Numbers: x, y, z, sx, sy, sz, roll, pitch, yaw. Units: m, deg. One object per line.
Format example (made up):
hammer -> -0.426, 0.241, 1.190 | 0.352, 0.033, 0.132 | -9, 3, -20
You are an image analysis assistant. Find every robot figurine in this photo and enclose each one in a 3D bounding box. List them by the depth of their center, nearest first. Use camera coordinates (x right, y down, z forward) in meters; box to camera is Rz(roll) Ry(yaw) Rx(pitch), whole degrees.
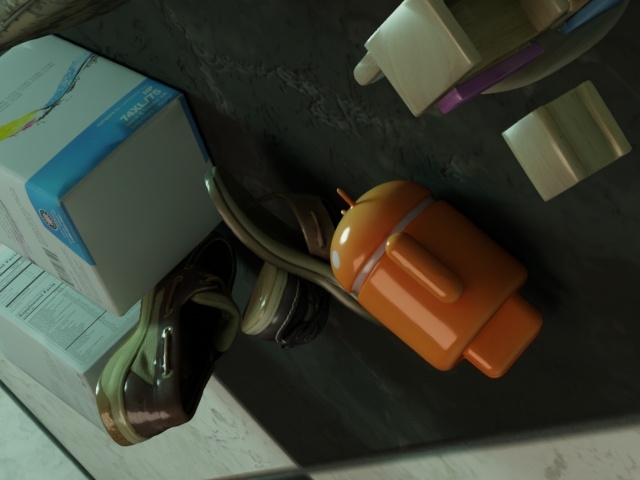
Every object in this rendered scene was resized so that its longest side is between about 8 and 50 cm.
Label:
robot figurine -> 0.100, 0.032, 1.267 | 0.219, 0.158, 0.128 | 40, 127, 10

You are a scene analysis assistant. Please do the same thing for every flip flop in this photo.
flip flop -> 0.000, 0.000, 1.436 | 0.277, 0.080, 0.112 | 34, -167, -7

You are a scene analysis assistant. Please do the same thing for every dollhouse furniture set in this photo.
dollhouse furniture set -> 0.205, -0.038, 0.785 | 0.303, 0.286, 0.198 | 56, 157, 3

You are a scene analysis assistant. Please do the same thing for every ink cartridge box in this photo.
ink cartridge box -> -0.286, -0.085, 1.614 | 0.270, 0.197, 0.198 | 27, 151, 35

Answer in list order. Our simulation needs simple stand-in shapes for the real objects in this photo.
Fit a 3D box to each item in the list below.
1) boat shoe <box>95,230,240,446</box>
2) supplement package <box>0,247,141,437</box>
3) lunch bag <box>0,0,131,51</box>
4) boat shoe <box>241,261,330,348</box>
boat shoe -> -0.143, 0.098, 1.592 | 0.123, 0.342, 0.123 | -15, 117, 25
supplement package -> -0.341, 0.119, 2.031 | 0.263, 0.198, 0.199 | 31, 153, 29
lunch bag -> -0.224, -0.316, 1.132 | 0.305, 0.212, 0.256 | -9, 106, 58
boat shoe -> -0.034, 0.073, 1.556 | 0.092, 0.103, 0.285 | 22, 173, -2
